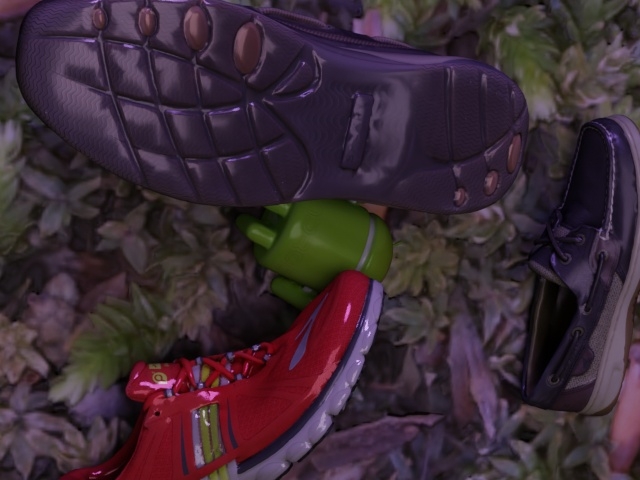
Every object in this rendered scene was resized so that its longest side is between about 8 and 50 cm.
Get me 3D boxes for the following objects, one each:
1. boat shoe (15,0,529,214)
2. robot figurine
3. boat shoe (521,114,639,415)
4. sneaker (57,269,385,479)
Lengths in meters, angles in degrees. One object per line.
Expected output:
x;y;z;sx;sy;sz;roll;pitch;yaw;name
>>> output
-0.038;-0.090;1.285;0.355;0.130;0.132;12;99;-24;boat shoe
0.000;0.000;1.343;0.115;0.067;0.101;24;94;-20;robot figurine
0.187;0.020;1.397;0.073;0.080;0.223;-1;104;-22;boat shoe
-0.072;0.114;1.305;0.118;0.107;0.279;43;99;-11;sneaker
